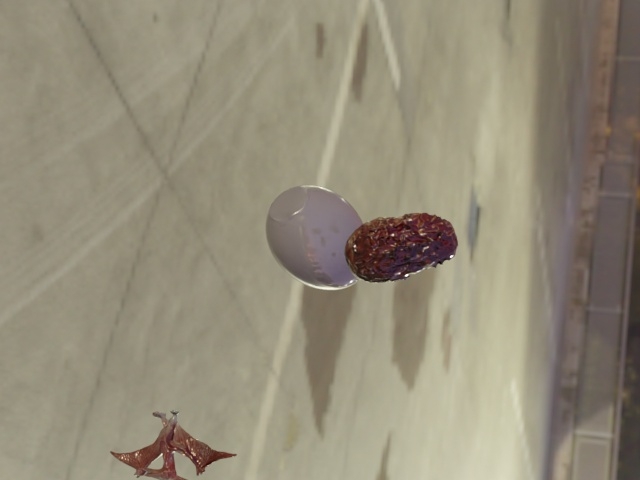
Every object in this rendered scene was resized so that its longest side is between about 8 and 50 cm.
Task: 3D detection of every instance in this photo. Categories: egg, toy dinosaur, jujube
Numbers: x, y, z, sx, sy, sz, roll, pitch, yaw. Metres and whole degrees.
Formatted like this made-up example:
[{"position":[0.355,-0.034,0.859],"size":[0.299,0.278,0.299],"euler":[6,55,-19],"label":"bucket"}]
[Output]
[{"position":[0.000,0.000,2.214],"size":[0.232,0.176,0.176],"euler":[44,45,-32],"label":"egg"},{"position":[-0.212,0.296,1.679],"size":[0.032,0.220,0.108],"euler":[26,62,-54],"label":"toy dinosaur"},{"position":[0.116,0.006,1.733],"size":[0.104,0.165,0.104],"euler":[-19,90,-88],"label":"jujube"}]
